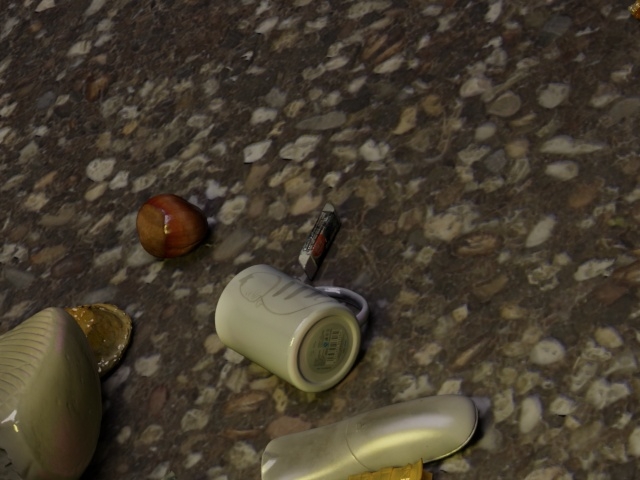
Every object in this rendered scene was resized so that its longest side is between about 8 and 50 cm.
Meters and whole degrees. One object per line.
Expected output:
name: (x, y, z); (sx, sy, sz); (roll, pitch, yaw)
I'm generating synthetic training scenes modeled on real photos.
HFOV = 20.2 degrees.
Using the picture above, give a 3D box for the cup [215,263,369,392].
cup: (-0.022, 0.078, 1.876); (0.136, 0.099, 0.133); (-46, 40, -16)

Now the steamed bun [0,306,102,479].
steamed bun: (-0.312, 0.194, 1.911); (0.170, 0.152, 0.238); (-24, 24, 19)

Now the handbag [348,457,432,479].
handbag: (0.062, 0.242, 1.706); (0.083, 0.027, 0.061); (-12, 43, 23)

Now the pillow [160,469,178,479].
pillow: (-0.092, 0.307, 1.693); (0.254, 0.078, 0.144); (12, 56, 41)

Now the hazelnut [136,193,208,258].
hazelnut: (-0.173, -0.016, 2.097); (0.086, 0.086, 0.086); (-18, 41, 16)

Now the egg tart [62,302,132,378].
egg tart: (-0.276, 0.110, 2.045); (0.129, 0.049, 0.128); (-16, 41, 15)

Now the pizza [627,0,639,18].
pizza: (0.404, -0.252, 1.975); (0.154, 0.069, 0.194); (-11, 42, 22)

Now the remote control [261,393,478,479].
remote control: (0.044, 0.193, 1.755); (0.229, 0.044, 0.073); (-15, 45, 18)

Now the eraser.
eraser: (0.000, 0.000, 2.002); (0.019, 0.027, 0.099); (3, 49, 33)
